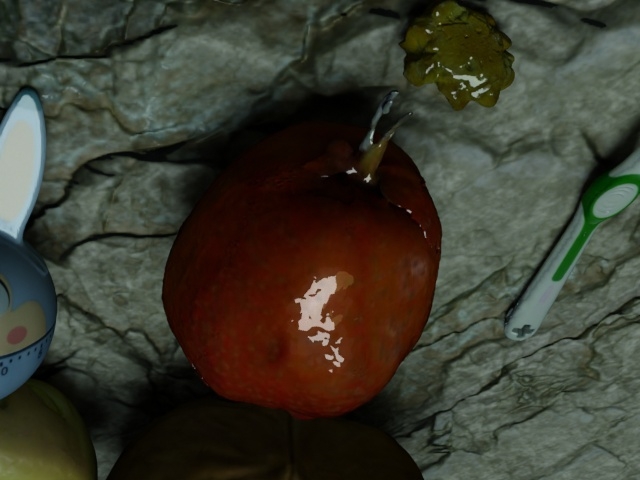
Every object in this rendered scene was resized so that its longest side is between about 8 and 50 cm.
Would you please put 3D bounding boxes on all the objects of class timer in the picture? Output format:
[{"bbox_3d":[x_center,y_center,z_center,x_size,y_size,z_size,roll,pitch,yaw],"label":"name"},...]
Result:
[{"bbox_3d":[-0.281,0.023,0.953,0.175,0.175,0.255,3,138,-11],"label":"timer"}]

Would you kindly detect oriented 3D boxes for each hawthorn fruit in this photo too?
[{"bbox_3d":[0.000,0.000,0.939,0.211,0.211,0.299,9,128,-18],"label":"hawthorn fruit"}]

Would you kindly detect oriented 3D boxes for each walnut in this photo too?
[{"bbox_3d":[-0.054,0.325,1.223,0.353,0.308,0.398,-1,140,-6],"label":"walnut"}]

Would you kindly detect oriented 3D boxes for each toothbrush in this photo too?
[{"bbox_3d":[0.242,-0.032,1.048,0.042,0.040,0.418,4,139,-16],"label":"toothbrush"}]

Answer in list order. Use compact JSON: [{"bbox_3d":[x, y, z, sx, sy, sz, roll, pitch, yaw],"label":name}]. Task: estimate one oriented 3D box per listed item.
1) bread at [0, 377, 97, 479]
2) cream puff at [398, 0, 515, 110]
[{"bbox_3d":[-0.295,0.213,1.194,0.156,0.158,0.261,1,140,-25],"label":"bread"},{"bbox_3d":[0.098,-0.134,0.901,0.083,0.083,0.058,-12,-178,-11],"label":"cream puff"}]
